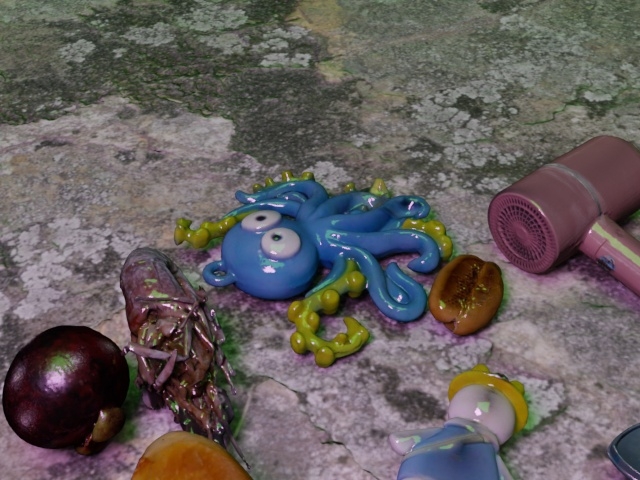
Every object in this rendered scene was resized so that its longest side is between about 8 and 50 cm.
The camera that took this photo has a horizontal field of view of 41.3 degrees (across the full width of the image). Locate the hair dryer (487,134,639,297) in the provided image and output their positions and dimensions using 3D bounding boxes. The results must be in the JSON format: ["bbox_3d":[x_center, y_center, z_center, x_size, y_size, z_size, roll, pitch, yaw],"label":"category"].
[{"bbox_3d":[0.416,0.017,1.117,0.210,0.125,0.352,-28,57,-26],"label":"hair dryer"}]

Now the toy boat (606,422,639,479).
[{"bbox_3d":[0.444,0.228,0.856,0.296,0.122,0.114,5,43,10],"label":"toy boat"}]

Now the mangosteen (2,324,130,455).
[{"bbox_3d":[-0.281,0.174,0.965,0.152,0.152,0.152,-2,42,2],"label":"mangosteen"}]

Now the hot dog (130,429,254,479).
[{"bbox_3d":[-0.106,0.364,0.694,0.223,0.185,0.405,18,43,-3],"label":"hot dog"}]

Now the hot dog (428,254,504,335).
[{"bbox_3d":[0.192,0.065,1.105,0.090,0.060,0.140,23,54,10],"label":"hot dog"}]

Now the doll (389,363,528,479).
[{"bbox_3d":[0.155,0.225,0.905,0.135,0.098,0.241,-2,35,38],"label":"doll"}]

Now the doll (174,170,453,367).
[{"bbox_3d":[0.000,0.000,1.164,0.341,0.098,0.346,-24,48,-17],"label":"doll"}]

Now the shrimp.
[{"bbox_3d":[-0.166,0.136,0.999,0.116,0.145,0.343,-18,50,-11],"label":"shrimp"}]
